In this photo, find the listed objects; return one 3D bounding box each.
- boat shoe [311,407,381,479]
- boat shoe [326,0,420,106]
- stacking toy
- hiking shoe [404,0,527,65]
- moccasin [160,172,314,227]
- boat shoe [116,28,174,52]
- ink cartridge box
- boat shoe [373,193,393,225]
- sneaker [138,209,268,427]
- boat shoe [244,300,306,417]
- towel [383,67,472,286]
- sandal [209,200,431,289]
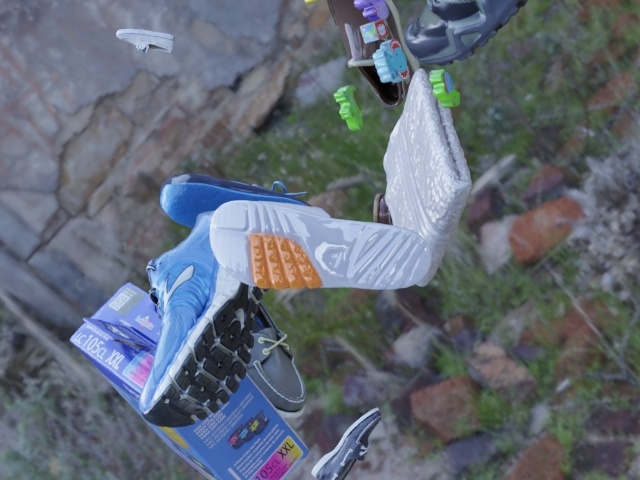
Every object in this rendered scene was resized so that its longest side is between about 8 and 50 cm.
[{"bbox_3d":[0.040,0.262,1.354,0.125,0.038,0.046,-50,-23,13],"label":"boat shoe"},{"bbox_3d":[0.076,-0.303,1.642,0.095,0.257,0.095,-2,55,37],"label":"boat shoe"},{"bbox_3d":[0.075,-0.254,1.329,0.167,0.221,0.052,-6,18,42],"label":"stacking toy"},{"bbox_3d":[0.111,-0.214,0.760,0.086,0.114,0.227,-51,5,-36],"label":"hiking shoe"},{"bbox_3d":[-0.119,-0.059,1.946,0.138,0.342,0.117,-62,22,14],"label":"moccasin"},{"bbox_3d":[-0.304,-0.343,1.879,0.035,0.100,0.035,150,126,-79],"label":"boat shoe"},{"bbox_3d":[-0.228,0.236,1.773,0.151,0.395,0.270,-46,40,-19],"label":"ink cartridge box"},{"bbox_3d":[0.139,-0.038,1.934,0.207,0.073,0.073,30,-114,-75],"label":"boat shoe"},{"bbox_3d":[-0.164,0.094,1.422,0.147,0.130,0.330,4,54,27],"label":"sneaker"},{"bbox_3d":[-0.113,0.187,1.954,0.305,0.109,0.091,52,127,34],"label":"boat shoe"},{"bbox_3d":[0.144,-0.097,1.528,0.282,0.049,0.187,-99,20,-47],"label":"towel"},{"bbox_3d":[-0.001,0.011,1.305,0.076,0.265,0.102,-73,-8,-80],"label":"sandal"}]
